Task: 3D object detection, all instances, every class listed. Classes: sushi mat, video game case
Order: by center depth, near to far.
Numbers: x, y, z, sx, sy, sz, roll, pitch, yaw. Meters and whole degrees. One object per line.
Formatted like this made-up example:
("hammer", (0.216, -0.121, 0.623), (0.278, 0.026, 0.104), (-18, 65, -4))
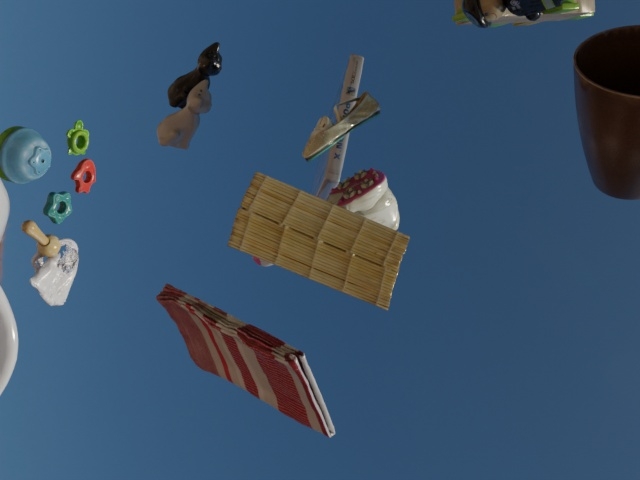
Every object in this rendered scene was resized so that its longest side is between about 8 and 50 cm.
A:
("sushi mat", (0.000, 0.000, 1.267), (0.019, 0.317, 0.151), (134, -23, -73))
("video game case", (0.028, -0.215, 1.610), (0.329, 0.036, 0.299), (118, -16, -72))

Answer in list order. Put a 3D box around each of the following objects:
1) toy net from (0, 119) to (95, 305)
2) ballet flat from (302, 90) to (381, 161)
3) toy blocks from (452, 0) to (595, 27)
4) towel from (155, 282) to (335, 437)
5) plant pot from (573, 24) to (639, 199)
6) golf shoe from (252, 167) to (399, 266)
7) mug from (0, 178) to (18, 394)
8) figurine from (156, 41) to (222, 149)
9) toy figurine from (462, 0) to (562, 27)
("toy net", (-0.337, -0.032, 0.882), (0.045, 0.122, 0.232), (14, -65, 21))
("ballet flat", (0.025, -0.186, 1.128), (0.052, 0.168, 0.057), (57, -25, -8))
("toy blocks", (0.404, -0.577, 1.407), (0.191, 0.382, 0.260), (11, -70, 62))
("towel", (-0.133, 0.213, 1.221), (0.329, 0.037, 0.237), (20, -36, 35))
("plant pot", (0.502, -0.184, 1.110), (0.215, 0.215, 0.230), (36, -31, 39))
("golf shoe", (0.014, -0.012, 1.366), (0.306, 0.140, 0.115), (-28, -150, 13))
("mug", (-0.437, 0.051, 0.628), (0.276, 0.328, 0.374), (9, -42, 42))
("figurine", (-0.308, -0.349, 1.700), (0.209, 0.092, 0.214), (-40, -145, 47))
("toy figurine", (0.264, -0.406, 0.937), (0.148, 0.209, 0.212), (-7, -66, 35))
